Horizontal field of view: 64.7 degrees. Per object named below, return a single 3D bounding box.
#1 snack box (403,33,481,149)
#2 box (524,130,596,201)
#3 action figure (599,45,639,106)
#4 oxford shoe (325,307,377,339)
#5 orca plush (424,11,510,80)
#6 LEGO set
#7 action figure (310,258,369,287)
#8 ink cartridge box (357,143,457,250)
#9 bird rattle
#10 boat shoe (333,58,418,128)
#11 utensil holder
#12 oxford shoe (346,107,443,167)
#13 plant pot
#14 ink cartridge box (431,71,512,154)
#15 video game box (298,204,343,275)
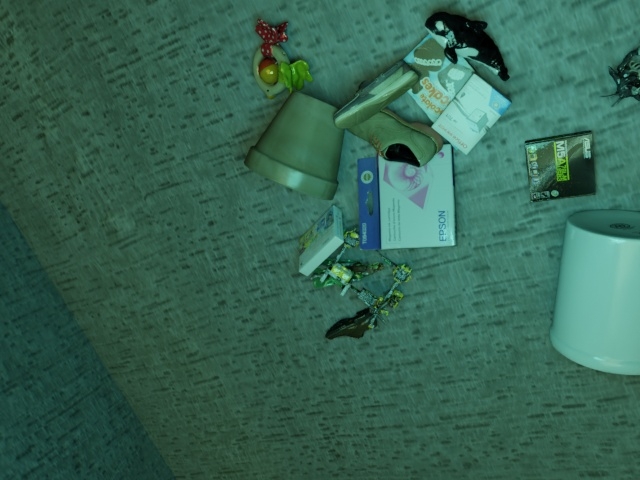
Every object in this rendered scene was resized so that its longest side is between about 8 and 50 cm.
[{"bbox_3d":[0.391,-0.461,1.545,0.187,0.060,0.322,-40,93,29],"label":"snack box"},{"bbox_3d":[0.722,-0.220,1.524,0.184,0.045,0.191,-4,109,25],"label":"box"},{"bbox_3d":[0.877,-0.459,1.319,0.164,0.141,0.276,36,118,-9],"label":"action figure"},{"bbox_3d":[0.118,0.349,1.959,0.227,0.083,0.096,-26,104,28],"label":"oxford shoe"},{"bbox_3d":[0.435,-0.562,1.424,0.287,0.151,0.102,45,157,-1],"label":"orca plush"},{"bbox_3d":[0.155,0.118,1.752,0.331,0.192,0.255,42,95,4],"label":"LEGO set"},{"bbox_3d":[0.076,0.118,1.898,0.232,0.063,0.137,-1,107,18],"label":"action figure"},{"bbox_3d":[0.271,-0.134,1.650,0.329,0.071,0.325,-4,85,21],"label":"ink cartridge box"},{"bbox_3d":[-0.160,-0.586,1.674,0.206,0.143,0.254,-33,93,45],"label":"bird rattle"},{"bbox_3d":[0.155,-0.443,1.534,0.285,0.103,0.092,-32,77,8],"label":"boat shoe"},{"bbox_3d":[0.854,0.133,1.462,0.327,0.327,0.386,3,109,20],"label":"utensil holder"},{"bbox_3d":[0.202,-0.326,1.588,0.348,0.130,0.123,24,149,32],"label":"oxford shoe"},{"bbox_3d":[-0.055,-0.321,1.651,0.322,0.323,0.281,25,103,10],"label":"plant pot"},{"bbox_3d":[0.441,-0.371,1.482,0.139,0.082,0.191,38,117,2],"label":"ink cartridge box"},{"bbox_3d":[0.000,0.000,1.808,0.048,0.187,0.205,30,123,-25],"label":"video game box"}]
